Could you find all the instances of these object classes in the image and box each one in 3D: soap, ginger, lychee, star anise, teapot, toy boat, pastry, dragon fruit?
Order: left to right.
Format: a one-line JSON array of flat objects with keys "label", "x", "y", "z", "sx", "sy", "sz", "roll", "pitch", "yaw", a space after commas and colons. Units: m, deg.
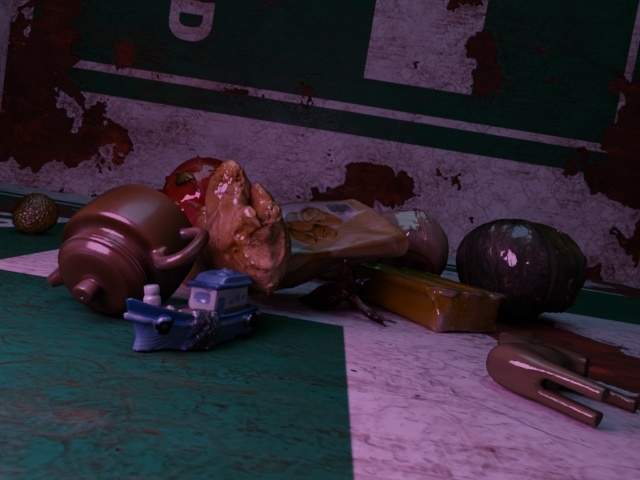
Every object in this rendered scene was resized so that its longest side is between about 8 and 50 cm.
[{"label": "lychee", "x": -0.781, "y": -0.073, "z": 1.468, "sx": 0.114, "sy": 0.114, "sz": 0.146, "roll": 9, "pitch": 24, "yaw": -1}, {"label": "teapot", "x": -0.289, "y": 0.030, "z": 0.792, "sx": 0.268, "sy": 0.185, "sz": 0.175, "roll": -9, "pitch": 30, "yaw": 24}, {"label": "toy boat", "x": -0.175, "y": 0.090, "z": 0.743, "sx": 0.110, "sy": 0.098, "sz": 0.238, "roll": 8, "pitch": 4, "yaw": 28}, {"label": "dragon fruit", "x": -0.349, "y": -0.079, "z": 1.588, "sx": 0.306, "sy": 0.305, "sz": 0.225, "roll": 9, "pitch": 33, "yaw": -8}, {"label": "ginger", "x": -0.185, "y": -0.010, "z": 0.965, "sx": 0.376, "sy": 0.236, "sz": 0.166, "roll": -2, "pitch": 27, "yaw": 43}, {"label": "star anise", "x": 0.064, "y": 0.131, "z": 1.062, "sx": 0.158, "sy": 0.144, "sz": 0.140, "roll": 14, "pitch": -44, "yaw": -37}, {"label": "pastry", "x": 0.220, "y": 0.032, "z": 1.445, "sx": 0.265, "sy": 0.264, "sz": 0.133, "roll": 10, "pitch": 49, "yaw": 8}, {"label": "soap", "x": 0.227, "y": 0.123, "z": 1.208, "sx": 0.199, "sy": 0.091, "sz": 0.315, "roll": 5, "pitch": 7, "yaw": -33}]

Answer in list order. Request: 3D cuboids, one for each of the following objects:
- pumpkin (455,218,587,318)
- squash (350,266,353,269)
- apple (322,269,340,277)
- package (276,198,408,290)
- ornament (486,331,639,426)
[{"label": "pumpkin", "x": 0.521, "y": 0.072, "z": 1.374, "sx": 0.328, "sy": 0.257, "sz": 0.292, "roll": -1, "pitch": -4, "yaw": -27}, {"label": "squash", "x": 0.183, "y": 0.092, "z": 1.856, "sx": 0.220, "sy": 0.041, "sz": 0.219, "roll": 7, "pitch": 0, "yaw": 0}, {"label": "apple", "x": -0.006, "y": 0.014, "z": 1.505, "sx": 0.210, "sy": 0.164, "sz": 0.209, "roll": 22, "pitch": -5, "yaw": 2}, {"label": "package", "x": -0.007, "y": 0.027, "z": 1.149, "sx": 0.312, "sy": 0.164, "sz": 0.221, "roll": -8, "pitch": 31, "yaw": -31}, {"label": "ornament", "x": 0.335, "y": 0.186, "z": 0.799, "sx": 0.231, "sy": 0.061, "sz": 0.245, "roll": 8, "pitch": 8, "yaw": -41}]
